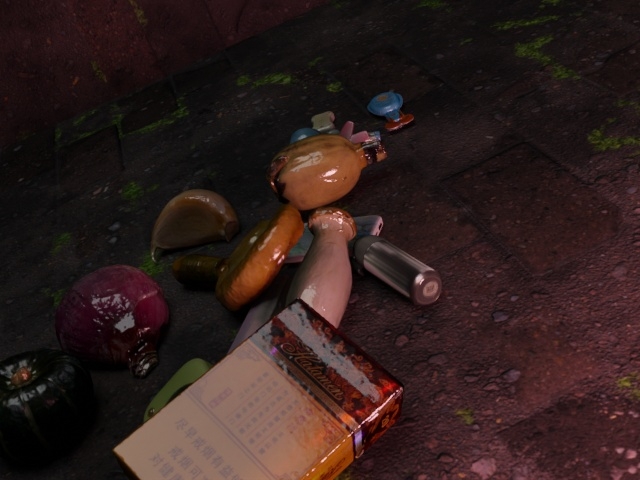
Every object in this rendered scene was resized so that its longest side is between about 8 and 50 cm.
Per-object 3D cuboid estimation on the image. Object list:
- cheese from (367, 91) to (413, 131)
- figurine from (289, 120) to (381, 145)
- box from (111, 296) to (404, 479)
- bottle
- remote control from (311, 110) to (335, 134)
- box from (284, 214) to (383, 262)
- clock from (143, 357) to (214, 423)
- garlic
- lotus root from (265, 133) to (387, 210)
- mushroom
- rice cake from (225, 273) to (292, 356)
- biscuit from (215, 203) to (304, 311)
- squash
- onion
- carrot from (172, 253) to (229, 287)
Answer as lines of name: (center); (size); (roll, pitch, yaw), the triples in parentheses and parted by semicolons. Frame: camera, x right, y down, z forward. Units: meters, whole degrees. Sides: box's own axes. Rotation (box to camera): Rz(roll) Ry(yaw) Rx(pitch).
cheese: (0.201, -0.376, 2.457); (0.106, 0.037, 0.256); (-23, 32, 1)
figurine: (0.038, -0.282, 2.353); (0.260, 0.103, 0.205); (-9, 34, 5)
box: (-0.091, 0.310, 1.396); (0.264, 0.115, 0.415); (37, 62, 27)
bottle: (0.149, 0.061, 1.765); (0.096, 0.079, 0.254); (-51, 36, -2)
remote control: (0.008, -0.345, 2.537); (0.074, 0.032, 0.122); (-16, 32, 11)
box: (0.000, 0.000, 1.994); (0.285, 0.044, 0.142); (-7, 30, 25)
clock: (-0.219, 0.337, 1.536); (0.170, 0.069, 0.232); (-47, 45, 3)
garlic: (-0.334, -0.045, 2.223); (0.245, 0.145, 0.164); (-18, 62, 13)
lotus root: (0.016, -0.185, 2.151); (0.310, 0.182, 0.183); (-22, 30, -1)
mushroom: (0.003, 0.076, 1.756); (0.128, 0.128, 0.350); (-9, 48, 23)
rice cake: (-0.136, 0.202, 1.742); (0.070, 0.064, 0.399); (-13, 31, 29)
biscuit: (-0.146, 0.046, 1.848); (0.274, 0.091, 0.213); (-43, 14, 37)
squash: (-0.589, 0.329, 1.741); (0.252, 0.165, 0.252); (-15, 30, 9)
onion: (-0.470, 0.169, 1.926); (0.267, 0.159, 0.349); (-38, 33, -19)
carrot: (-0.275, 0.072, 2.024); (0.173, 0.082, 0.082); (-2, 36, 36)
